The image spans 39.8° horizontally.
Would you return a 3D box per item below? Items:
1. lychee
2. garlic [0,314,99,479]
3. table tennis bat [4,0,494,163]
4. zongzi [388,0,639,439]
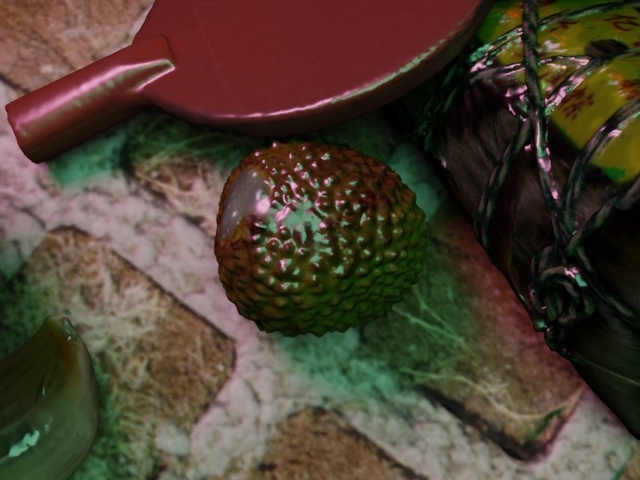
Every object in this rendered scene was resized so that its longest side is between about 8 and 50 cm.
[{"bbox_3d":[0.000,0.000,0.674,0.171,0.171,0.171,1,78,-7],"label":"lychee"},{"bbox_3d":[-0.258,0.142,0.653,0.198,0.090,0.129,-25,67,-5],"label":"garlic"},{"bbox_3d":[-0.055,-0.171,0.703,0.414,0.051,0.268,-25,51,1],"label":"table tennis bat"},{"bbox_3d":[0.261,-0.096,0.693,0.362,0.319,0.383,-24,60,-9],"label":"zongzi"}]
